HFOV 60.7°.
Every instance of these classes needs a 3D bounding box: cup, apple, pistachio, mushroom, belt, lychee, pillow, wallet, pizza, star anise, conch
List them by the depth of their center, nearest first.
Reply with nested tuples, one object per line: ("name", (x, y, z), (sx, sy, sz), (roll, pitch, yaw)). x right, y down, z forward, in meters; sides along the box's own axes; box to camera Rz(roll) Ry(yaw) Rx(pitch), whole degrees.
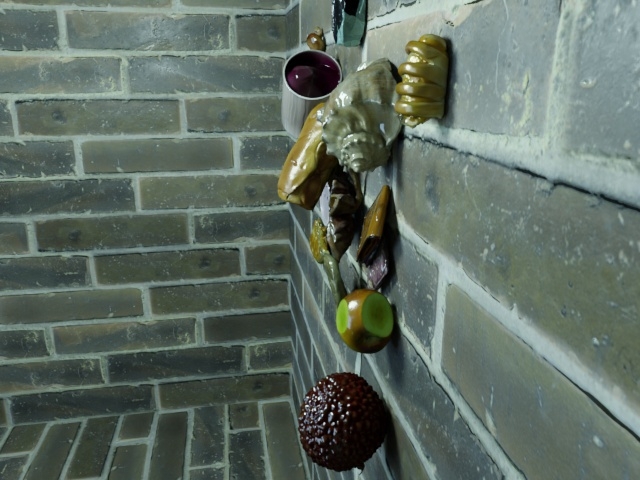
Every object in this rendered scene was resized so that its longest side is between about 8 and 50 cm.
("conch", (0.102, -0.325, 1.370), (0.263, 0.186, 0.324), (-35, 59, 53))
("apple", (0.123, 0.217, 1.446), (0.163, 0.146, 0.147), (119, 158, -44))
("wallet", (0.138, -0.035, 1.460), (0.195, 0.042, 0.161), (107, 175, -64))
("pillow", (0.160, 0.076, 1.499), (0.185, 0.043, 0.118), (112, 160, -61))
("lychee", (0.065, 0.527, 1.564), (0.264, 0.264, 0.300), (-147, 37, -78))
("belt", (0.084, -0.670, 1.606), (0.151, 0.078, 0.198), (-173, 83, -76))
("star anise", (0.075, -0.099, 1.742), (0.292, 0.109, 0.350), (-108, 20, -78))
("pistachio", (0.048, -0.241, 1.869), (0.089, 0.049, 0.173), (72, -147, -55))
("cup", (-0.044, -0.553, 2.011), (0.273, 0.208, 0.288), (103, 160, -63))
("mushroom", (-0.020, -0.807, 2.202), (0.088, 0.072, 0.130), (50, -152, -52))
("pizza", (0.000, 0.000, 2.370), (0.292, 0.058, 0.197), (-141, 50, -75))

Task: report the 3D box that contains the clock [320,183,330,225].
("clock", (0.047, -0.152, 2.012), (0.197, 0.068, 0.197), (177, 90, -80))

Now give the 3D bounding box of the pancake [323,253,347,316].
("pancake", (0.053, 0.149, 1.785), (0.242, 0.050, 0.242), (169, 90, -83))

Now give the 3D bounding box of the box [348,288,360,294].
("box", (0.113, 0.242, 1.795), (0.229, 0.050, 0.123), (113, 154, -70))

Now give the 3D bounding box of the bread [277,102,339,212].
("bread", (-0.022, -0.270, 1.760), (0.344, 0.148, 0.195), (-61, 16, 4))

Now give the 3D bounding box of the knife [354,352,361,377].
("knife", (0.124, 0.484, 1.908), (0.047, 0.017, 0.298), (-112, 25, -57))

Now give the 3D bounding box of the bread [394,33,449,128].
("bread", (0.194, -0.309, 1.063), (0.119, 0.084, 0.177), (-121, 33, -69))
